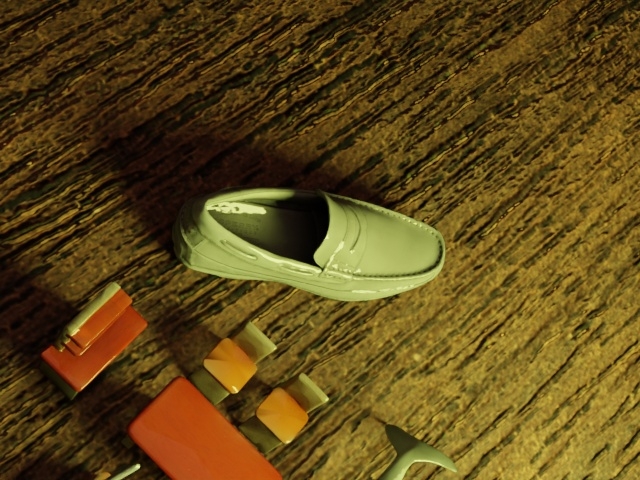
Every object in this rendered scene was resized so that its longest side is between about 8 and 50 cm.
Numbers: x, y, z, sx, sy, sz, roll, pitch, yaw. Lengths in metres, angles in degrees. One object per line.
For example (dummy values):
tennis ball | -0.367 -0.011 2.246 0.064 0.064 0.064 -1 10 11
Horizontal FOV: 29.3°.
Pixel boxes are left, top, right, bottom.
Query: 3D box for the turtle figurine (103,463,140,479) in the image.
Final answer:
turtle figurine | -0.279 0.361 1.047 0.275 0.266 0.198 -72 150 -65

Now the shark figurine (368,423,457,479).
shark figurine | 0.037 0.312 1.250 0.166 0.116 0.278 30 65 -49

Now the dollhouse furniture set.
dollhouse furniture set | -0.150 0.172 1.193 0.259 0.135 0.262 45 60 -3

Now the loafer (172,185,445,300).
loafer | 0.000 0.000 1.337 0.319 0.111 0.112 3 70 -23
